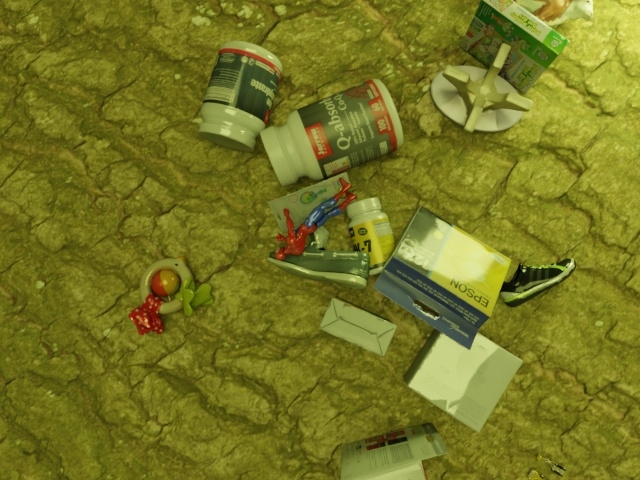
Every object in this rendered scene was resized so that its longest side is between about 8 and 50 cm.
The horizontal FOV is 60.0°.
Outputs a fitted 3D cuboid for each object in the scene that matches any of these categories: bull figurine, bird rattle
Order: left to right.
[{"bbox_3d":[-0.448,0.158,1.624,0.253,0.143,0.207,-22,72,15],"label":"bird rattle"},{"bbox_3d":[0.629,-0.693,1.611,0.310,0.101,0.188,37,90,5],"label":"bull figurine"}]

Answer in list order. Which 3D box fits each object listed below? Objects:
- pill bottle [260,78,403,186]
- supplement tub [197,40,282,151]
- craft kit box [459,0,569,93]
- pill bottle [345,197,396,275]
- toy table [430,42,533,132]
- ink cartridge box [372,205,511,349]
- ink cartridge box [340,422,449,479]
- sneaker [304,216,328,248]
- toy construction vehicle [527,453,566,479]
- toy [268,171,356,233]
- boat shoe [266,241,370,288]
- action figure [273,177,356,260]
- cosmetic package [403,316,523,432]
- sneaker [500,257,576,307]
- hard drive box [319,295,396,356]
[{"bbox_3d":[0.031,-0.293,1.561,0.363,0.210,0.210,-22,84,1],"label":"pill bottle"},{"bbox_3d":[-0.233,-0.411,1.597,0.191,0.191,0.272,16,87,5],"label":"supplement tub"},{"bbox_3d":[0.523,-0.543,1.531,0.246,0.250,0.061,36,84,6],"label":"craft kit box"},{"bbox_3d":[0.147,-0.009,1.577,0.119,0.119,0.208,-17,84,2],"label":"pill bottle"},{"bbox_3d":[0.451,-0.412,1.565,0.274,0.161,0.252,13,91,5],"label":"toy table"},{"bbox_3d":[0.336,0.088,1.500,0.303,0.072,0.307,32,50,2],"label":"ink cartridge box"},{"bbox_3d":[0.197,0.597,1.428,0.272,0.309,0.130,-17,85,2],"label":"ink cartridge box"},{"bbox_3d":[0.000,0.000,1.618,0.061,0.054,0.152,-16,100,-35],"label":"sneaker"},{"bbox_3d":[0.632,0.650,1.540,0.098,0.035,0.086,27,98,8],"label":"toy construction vehicle"},{"bbox_3d":[-0.023,-0.119,1.613,0.237,0.137,0.056,-18,45,4],"label":"toy"},{"bbox_3d":[-0.005,0.058,1.559,0.319,0.116,0.099,10,75,30],"label":"boat shoe"},{"bbox_3d":[-0.045,-0.064,1.537,0.139,0.091,0.280,34,75,35],"label":"action figure"},{"bbox_3d":[0.384,0.358,1.523,0.224,0.138,0.224,33,87,6],"label":"cosmetic package"},{"bbox_3d":[0.601,0.097,1.557,0.235,0.084,0.097,-31,83,1],"label":"sneaker"},{"bbox_3d":[0.100,0.227,1.504,0.181,0.232,0.089,24,87,4],"label":"hard drive box"}]
